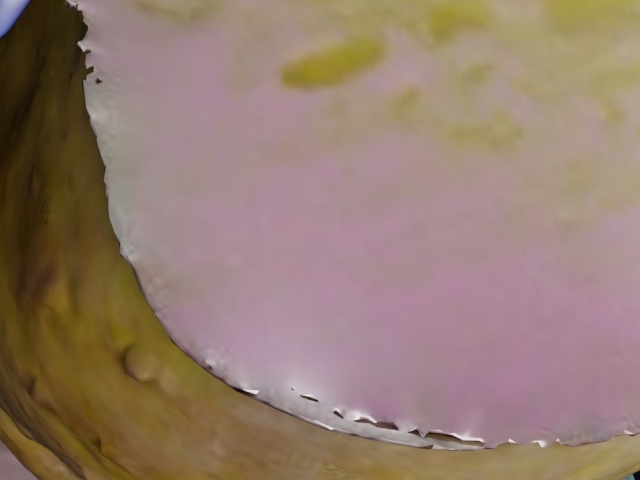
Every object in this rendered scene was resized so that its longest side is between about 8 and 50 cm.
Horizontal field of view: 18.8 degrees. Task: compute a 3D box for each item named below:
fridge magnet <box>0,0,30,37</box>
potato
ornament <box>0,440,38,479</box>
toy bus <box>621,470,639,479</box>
[{"bbox_3d":[-0.168,-0.114,0.360,0.265,0.113,0.265,-5,121,-8],"label":"fridge magnet"},{"bbox_3d":[0.000,0.000,0.534,0.229,0.229,0.266,7,154,-10],"label":"potato"},{"bbox_3d":[-0.164,0.149,0.815,0.177,0.177,0.177,1,150,1],"label":"ornament"},{"bbox_3d":[0.077,0.112,0.665,0.150,0.128,0.262,-12,-169,30],"label":"toy bus"}]
